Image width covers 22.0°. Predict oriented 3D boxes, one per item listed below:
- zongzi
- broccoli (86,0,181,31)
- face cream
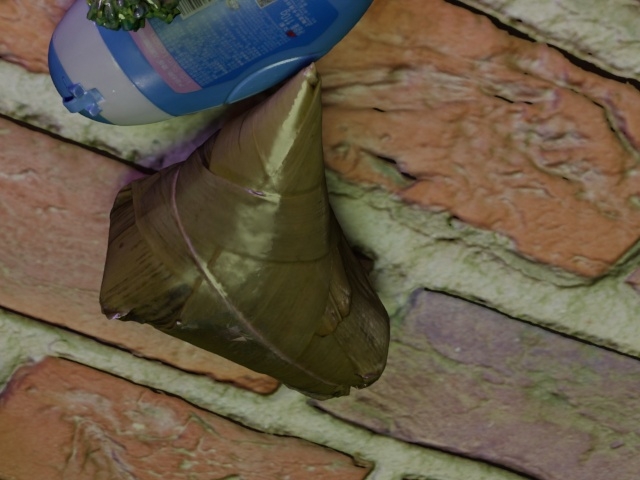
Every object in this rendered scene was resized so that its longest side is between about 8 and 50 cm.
[{"bbox_3d":[0.000,0.000,1.366,0.274,0.145,0.300,27,132,-29],"label":"zongzi"},{"bbox_3d":[-0.127,-0.233,1.111,0.154,0.167,0.160,30,163,14],"label":"broccoli"},{"bbox_3d":[-0.091,-0.167,1.246,0.264,0.083,0.149,-25,120,22],"label":"face cream"}]
